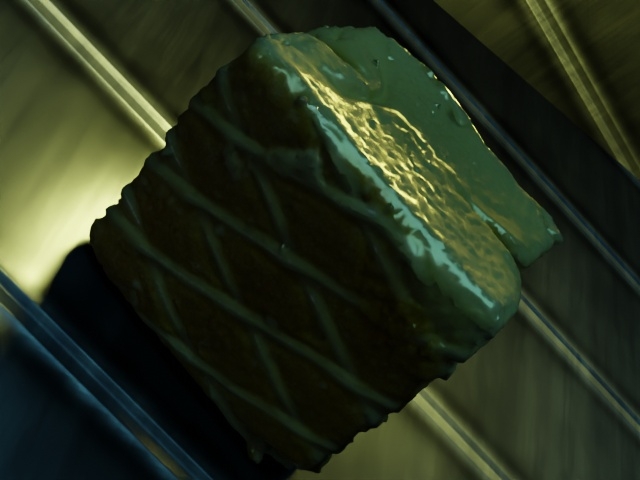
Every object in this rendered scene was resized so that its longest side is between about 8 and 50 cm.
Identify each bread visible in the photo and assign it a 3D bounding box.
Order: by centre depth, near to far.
[{"bbox_3d":[0.000,0.000,1.186,0.390,0.371,0.279,51,39,6],"label":"bread"}]
